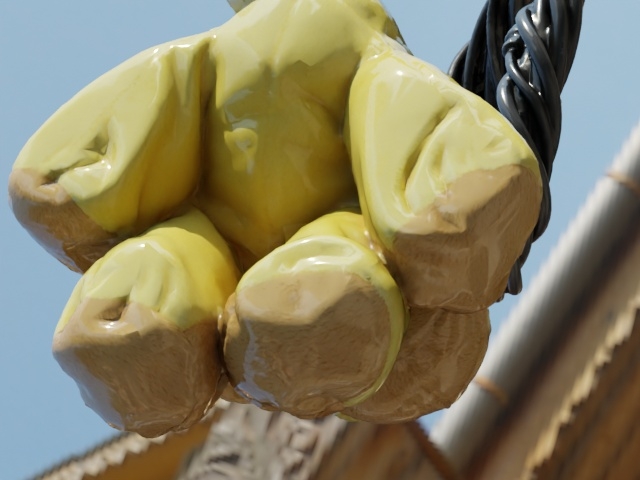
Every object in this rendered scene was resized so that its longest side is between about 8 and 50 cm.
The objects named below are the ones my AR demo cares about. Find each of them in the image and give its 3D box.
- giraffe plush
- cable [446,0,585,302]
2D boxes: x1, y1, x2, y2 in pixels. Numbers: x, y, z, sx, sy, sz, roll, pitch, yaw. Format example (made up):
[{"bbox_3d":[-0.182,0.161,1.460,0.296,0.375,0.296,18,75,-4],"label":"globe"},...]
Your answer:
[{"bbox_3d":[0.000,0.000,0.720,0.170,0.181,0.210,64,-161,-51],"label":"giraffe plush"},{"bbox_3d":[0.081,-0.061,0.885,0.150,0.047,0.184,106,176,-70],"label":"cable"}]
